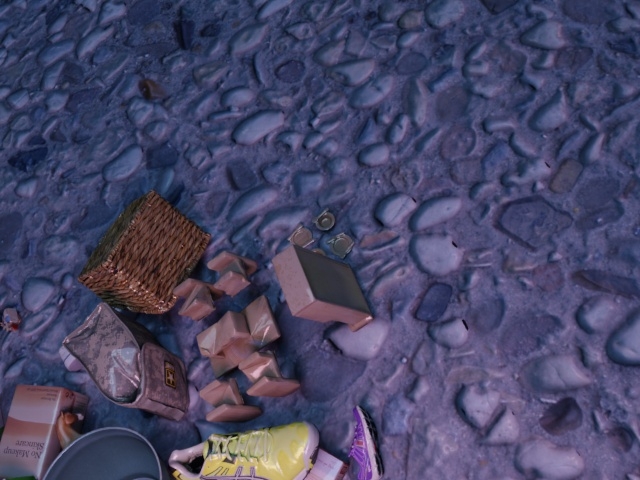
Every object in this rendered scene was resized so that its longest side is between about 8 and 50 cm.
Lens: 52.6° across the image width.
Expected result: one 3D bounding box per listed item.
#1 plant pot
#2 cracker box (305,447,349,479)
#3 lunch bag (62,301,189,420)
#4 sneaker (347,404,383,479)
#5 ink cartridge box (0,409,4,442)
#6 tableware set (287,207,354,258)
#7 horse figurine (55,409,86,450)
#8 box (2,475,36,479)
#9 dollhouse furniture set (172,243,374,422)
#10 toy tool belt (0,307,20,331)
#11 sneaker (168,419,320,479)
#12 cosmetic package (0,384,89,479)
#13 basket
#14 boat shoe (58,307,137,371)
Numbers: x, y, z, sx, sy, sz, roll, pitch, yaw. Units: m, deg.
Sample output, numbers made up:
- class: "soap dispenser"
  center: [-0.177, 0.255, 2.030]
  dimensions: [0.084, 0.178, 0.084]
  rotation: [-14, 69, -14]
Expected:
- class: "plant pot"
  center: [-0.453, 0.594, 1.457]
  dimensions: [0.293, 0.196, 0.292]
  rotation: [-8, 54, 11]
- class: "cracker box"
  center: [-0.059, 0.572, 1.465]
  dimensions: [0.156, 0.067, 0.232]
  rotation: [23, 75, 26]
- class: "lunch bag"
  center: [-0.456, 0.318, 1.609]
  dimensions: [0.169, 0.235, 0.287]
  rotation: [-46, 62, -7]
- class: "sneaker"
  center: [0.092, 0.460, 1.474]
  dimensions: [0.071, 0.068, 0.169]
  rotation: [-17, 62, 15]
- class: "ink cartridge box"
  center: [-0.929, 0.488, 1.688]
  dimensions: [0.087, 0.208, 0.153]
  rotation: [-29, 61, 2]
- class: "tableware set"
  center: [0.000, 0.000, 1.744]
  dimensions: [0.141, 0.020, 0.168]
  rotation: [-36, 60, -2]
- class: "horse figurine"
  center: [-0.574, 0.557, 1.585]
  dimensions: [0.175, 0.066, 0.263]
  rotation: [11, 74, -20]
- class: "box"
  center: [-0.689, 0.704, 1.434]
  dimensions: [0.231, 0.126, 0.262]
  rotation: [-44, 72, -5]
- class: "dollhouse furniture set"
  center: [-0.113, 0.203, 1.612]
  dimensions: [0.394, 0.257, 0.361]
  rotation: [-37, 58, 22]
- class: "toy tool belt"
  center: [-0.908, 0.241, 1.897]
  dimensions: [0.051, 0.052, 0.083]
  rotation: [-49, 53, 27]
- class: "sneaker"
  center: [-0.174, 0.487, 1.430]
  dimensions: [0.385, 0.147, 0.145]
  rotation: [-28, 40, 23]
- class: "cosmetic package"
  center: [-0.719, 0.528, 1.651]
  dimensions: [0.153, 0.129, 0.295]
  rotation: [-1, 66, 14]
- class: "basket"
  center: [-0.486, 0.052, 1.779]
  dimensions: [0.214, 0.223, 0.299]
  rotation: [-24, 34, 41]
- class: "boat shoe"
  center: [-0.613, 0.240, 1.775]
  dimensions: [0.258, 0.095, 0.084]
  rotation: [-43, 65, -7]
